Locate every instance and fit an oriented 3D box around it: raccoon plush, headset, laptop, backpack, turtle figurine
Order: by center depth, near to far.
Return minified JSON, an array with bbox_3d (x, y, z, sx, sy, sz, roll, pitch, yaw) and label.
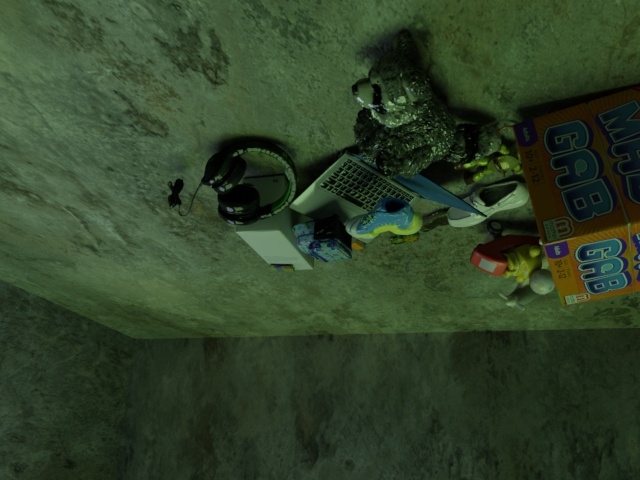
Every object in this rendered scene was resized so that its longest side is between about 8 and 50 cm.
[{"bbox_3d":[0.269,-0.329,1.468,0.446,0.216,0.299,-16,154,-26],"label":"raccoon plush"},{"bbox_3d":[0.496,-0.214,1.755,0.217,0.087,0.269,-15,153,36],"label":"turtle figurine"},{"bbox_3d":[-0.263,-0.170,1.861,0.394,0.185,0.243,-16,126,8],"label":"headset"},{"bbox_3d":[0.194,-0.089,1.875,0.382,0.236,0.408,24,124,-42],"label":"laptop"},{"bbox_3d":[0.000,0.000,1.963,0.173,0.117,0.158,-6,158,21],"label":"backpack"}]

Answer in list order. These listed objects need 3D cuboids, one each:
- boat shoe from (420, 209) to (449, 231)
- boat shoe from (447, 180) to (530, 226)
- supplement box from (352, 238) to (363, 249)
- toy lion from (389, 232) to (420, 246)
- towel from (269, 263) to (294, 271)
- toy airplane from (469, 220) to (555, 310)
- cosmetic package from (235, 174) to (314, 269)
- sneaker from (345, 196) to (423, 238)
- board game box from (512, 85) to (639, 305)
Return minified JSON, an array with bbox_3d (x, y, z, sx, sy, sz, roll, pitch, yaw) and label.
[{"bbox_3d":[0.404,-0.077,2.180,0.056,0.048,0.153,31,140,-29],"label":"boat shoe"},{"bbox_3d":[0.507,-0.126,1.974,0.277,0.098,0.096,-24,147,32],"label":"boat shoe"},{"bbox_3d":[0.129,-0.025,2.252,0.036,0.098,0.062,-7,158,30],"label":"supplement box"},{"bbox_3d":[0.321,-0.006,2.376,0.096,0.034,0.100,2,160,-19],"label":"toy lion"},{"bbox_3d":[-0.132,0.096,2.186,0.083,0.009,0.060,2,160,11],"label":"towel"},{"bbox_3d":[0.761,0.076,2.197,0.384,0.272,0.386,-30,132,21],"label":"toy airplane"},{"bbox_3d":[-0.134,-0.047,2.098,0.155,0.197,0.365,-3,156,17],"label":"cosmetic package"},{"bbox_3d":[0.167,-0.076,1.803,0.240,0.091,0.126,-5,140,28],"label":"sneaker"},{"bbox_3d":[0.712,-0.100,1.549,0.356,0.356,0.356,-16,146,20],"label":"board game box"}]
